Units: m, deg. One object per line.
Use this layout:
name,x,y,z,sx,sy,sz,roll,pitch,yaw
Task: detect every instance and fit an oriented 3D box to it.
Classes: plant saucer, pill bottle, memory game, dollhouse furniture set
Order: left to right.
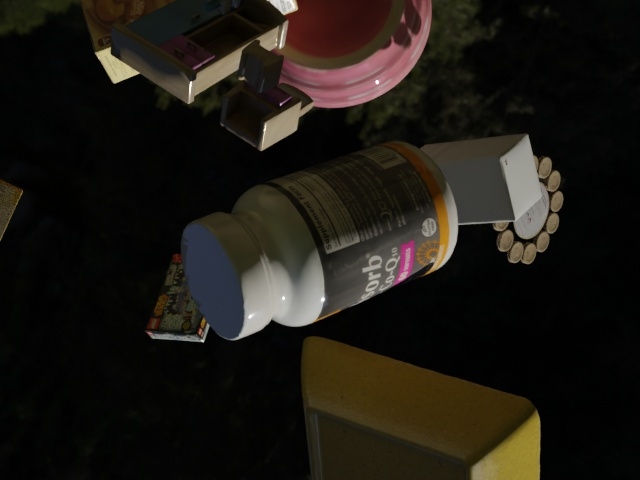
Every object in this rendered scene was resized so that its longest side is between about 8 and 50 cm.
dollhouse furniture set,-0.098,-0.332,1.267,0.286,0.303,0.198,33,-132,19
pill bottle,0.000,0.000,1.140,0.278,0.162,0.162,-21,-150,-29
plant saucer,0.020,-0.391,1.749,0.332,0.332,0.084,25,175,10
plant saucer,0.105,0.313,1.313,0.332,0.333,0.081,14,-148,33
memory game,0.342,-0.052,1.717,0.012,0.186,0.186,16,176,45

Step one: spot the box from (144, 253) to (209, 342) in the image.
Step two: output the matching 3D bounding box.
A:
box,-0.199,0.085,1.569,0.094,0.137,0.027,0,148,27

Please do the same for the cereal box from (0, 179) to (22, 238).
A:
cereal box,-0.597,-0.038,1.682,0.173,0.047,0.240,28,-146,-17

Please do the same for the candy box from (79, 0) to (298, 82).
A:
candy box,-0.215,-0.392,1.643,0.087,0.316,0.183,69,178,-60

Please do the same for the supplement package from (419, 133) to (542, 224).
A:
supplement package,0.222,-0.089,1.565,0.179,0.105,0.105,-3,-159,37
